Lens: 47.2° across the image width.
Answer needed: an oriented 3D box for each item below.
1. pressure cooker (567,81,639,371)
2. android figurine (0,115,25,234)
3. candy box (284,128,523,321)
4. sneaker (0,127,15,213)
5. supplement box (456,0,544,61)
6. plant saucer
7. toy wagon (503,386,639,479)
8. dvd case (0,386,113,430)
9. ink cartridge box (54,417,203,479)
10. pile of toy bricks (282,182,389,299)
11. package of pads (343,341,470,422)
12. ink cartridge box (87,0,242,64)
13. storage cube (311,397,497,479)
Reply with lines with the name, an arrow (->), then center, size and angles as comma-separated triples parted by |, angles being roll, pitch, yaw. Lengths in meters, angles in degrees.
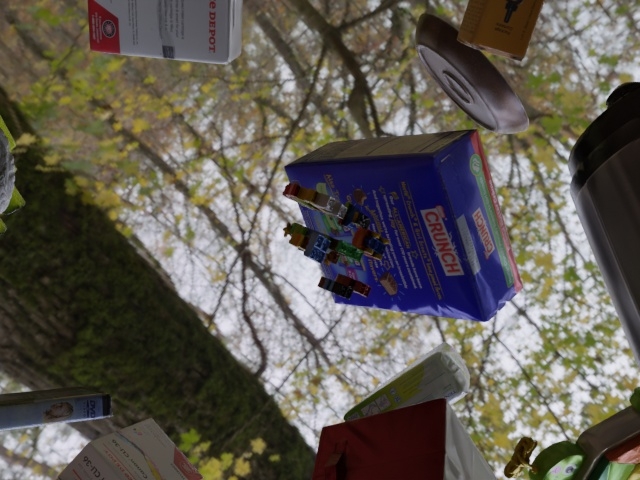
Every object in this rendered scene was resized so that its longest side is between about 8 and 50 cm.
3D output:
pressure cooker -> 0.491, -0.040, 0.825 | 0.370, 0.375, 0.420 | -26, -116, 25
android figurine -> -0.565, -0.140, 1.148 | 0.056, 0.273, 0.248 | -14, -150, 11
candy box -> 0.124, -0.024, 1.142 | 0.122, 0.268, 0.317 | -35, -155, -35
sneaker -> -0.446, -0.123, 0.840 | 0.115, 0.232, 0.090 | -22, -167, 22
supplement box -> 0.246, -0.347, 0.902 | 0.080, 0.078, 0.233 | -114, -142, -67
plant saucer -> 0.288, -0.318, 1.459 | 0.050, 0.310, 0.310 | -43, -158, 5
toy wagon -> 0.405, 0.324, 0.990 | 0.267, 0.344, 0.068 | -69, -154, 20
dvd case -> -0.319, 0.149, 0.617 | 0.180, 0.253, 0.022 | 161, -74, -63
ink cartridge box -> -0.243, 0.303, 0.919 | 0.067, 0.115, 0.198 | -48, 168, 9
pile of toy bricks -> 0.000, 0.000, 0.980 | 0.105, 0.212, 0.118 | 20, -96, 33
package of pads -> 0.185, 0.303, 1.446 | 0.229, 0.101, 0.296 | -35, 170, 9
ink cartridge box -> -0.286, -0.448, 1.373 | 0.114, 0.272, 0.197 | -68, 164, -65
storage cube -> 0.113, 0.353, 0.973 | 0.193, 0.215, 0.184 | -20, -151, 23
